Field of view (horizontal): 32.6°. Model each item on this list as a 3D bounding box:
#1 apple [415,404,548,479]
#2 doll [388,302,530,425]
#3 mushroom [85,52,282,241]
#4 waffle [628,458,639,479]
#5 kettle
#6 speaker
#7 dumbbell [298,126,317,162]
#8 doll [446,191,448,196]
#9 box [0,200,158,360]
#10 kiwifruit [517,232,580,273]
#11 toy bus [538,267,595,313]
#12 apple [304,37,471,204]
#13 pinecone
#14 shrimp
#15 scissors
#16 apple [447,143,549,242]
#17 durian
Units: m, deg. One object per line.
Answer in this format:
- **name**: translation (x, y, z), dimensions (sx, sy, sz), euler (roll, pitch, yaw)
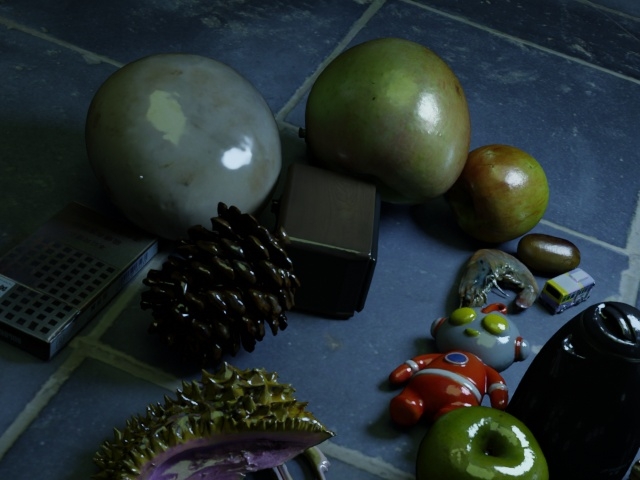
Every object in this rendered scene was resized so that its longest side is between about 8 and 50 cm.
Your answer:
- **apple**: translation (0.224, 0.332, 1.549), dimensions (0.197, 0.157, 0.196), euler (13, 43, -12)
- **doll**: translation (0.237, 0.194, 1.778), dimensions (0.200, 0.105, 0.336), euler (12, 34, 27)
- **mushroom**: translation (-0.252, -0.158, 1.974), dimensions (0.362, 0.294, 0.362), euler (14, 58, -24)
- **waffle**: translation (0.566, 0.369, 1.716), dimensions (0.148, 0.042, 0.102), euler (-17, 49, -35)
- **kettle**: translation (0.444, 0.213, 1.675), dimensions (0.268, 0.290, 0.207), euler (-4, 40, -25)
- **speaker**: translation (0.000, 0.000, 1.915), dimensions (0.193, 0.153, 0.230), euler (12, 37, -4)
- **dumbbell**: translation (0.077, -0.195, 2.244), dimensions (0.255, 0.110, 0.110), euler (11, 36, -15)
- **doll**: translation (0.230, -0.136, 2.227), dimensions (0.159, 0.059, 0.158), euler (32, 52, -9)
- **box**: translation (-0.425, 0.056, 1.792), dimensions (0.180, 0.047, 0.325), euler (23, 37, 12)
- **kiwifruit**: translation (0.436, 0.026, 2.092), dimensions (0.125, 0.075, 0.075), euler (13, 37, -6)
- **toy bus**: translation (0.459, 0.090, 2.027), dimensions (0.102, 0.058, 0.052), euler (-19, 48, -35)
- **apple**: translation (0.132, -0.227, 2.050), dimensions (0.319, 0.319, 0.277), euler (21, 77, 9)
- **pinecone**: translation (-0.152, 0.076, 1.723), dimensions (0.224, 0.224, 0.272), euler (35, 70, 25)
- **shrimp**: translation (0.322, 0.086, 1.995), dimensions (0.144, 0.052, 0.251), euler (27, 38, 12)
- **scissors**: translation (-0.086, 0.293, 1.615), dimensions (0.160, 0.024, 0.317), euler (-7, 42, -26)
- **apple**: translation (0.347, -0.091, 2.112), dimensions (0.196, 0.196, 0.196), euler (9, 37, -7)
- **durian**: translation (-0.167, 0.253, 1.545), dimensions (0.341, 0.112, 0.191), euler (-15, 43, -15)
